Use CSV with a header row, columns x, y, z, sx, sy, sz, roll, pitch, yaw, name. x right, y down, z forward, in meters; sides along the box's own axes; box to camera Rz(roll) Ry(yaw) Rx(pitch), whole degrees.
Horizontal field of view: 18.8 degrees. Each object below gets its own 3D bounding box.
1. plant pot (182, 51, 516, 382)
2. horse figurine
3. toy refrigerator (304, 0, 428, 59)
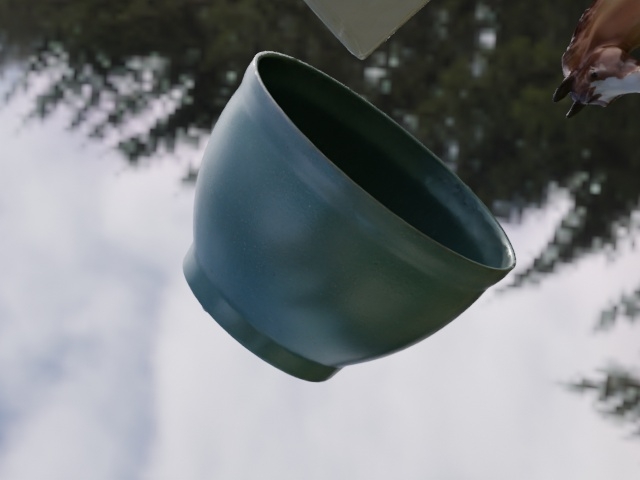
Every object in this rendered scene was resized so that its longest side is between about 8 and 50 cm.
x,y,z,sx,sy,sz,roll,pitch,yaw,name
0.000,0.000,1.722,0.196,0.293,0.293,-51,-18,15,plant pot
0.216,-0.196,1.021,0.066,0.174,0.263,22,-113,-49,horse figurine
0.078,-0.204,1.137,0.094,0.102,0.269,47,-148,-3,toy refrigerator
